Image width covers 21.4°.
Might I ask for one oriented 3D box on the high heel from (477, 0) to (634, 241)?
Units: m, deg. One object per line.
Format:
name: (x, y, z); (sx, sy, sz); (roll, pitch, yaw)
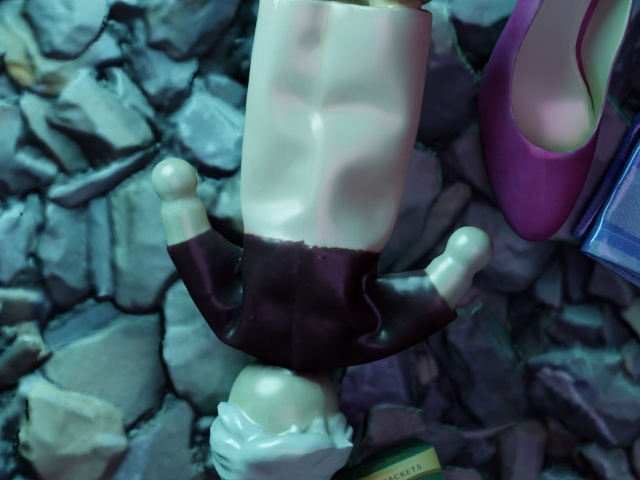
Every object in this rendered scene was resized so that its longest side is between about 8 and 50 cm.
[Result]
high heel: (0.158, -0.114, 1.033); (0.082, 0.117, 0.244); (9, 97, -15)

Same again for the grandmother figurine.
grandmother figurine: (0.000, 0.000, 1.033); (0.208, 0.104, 0.342); (13, 100, 13)

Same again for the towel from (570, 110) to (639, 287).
towel: (0.329, -0.018, 1.134); (0.285, 0.034, 0.209); (29, 92, -16)

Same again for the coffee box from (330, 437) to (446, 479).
coffee box: (0.049, 0.233, 1.094); (0.113, 0.040, 0.184); (-20, 96, -12)
